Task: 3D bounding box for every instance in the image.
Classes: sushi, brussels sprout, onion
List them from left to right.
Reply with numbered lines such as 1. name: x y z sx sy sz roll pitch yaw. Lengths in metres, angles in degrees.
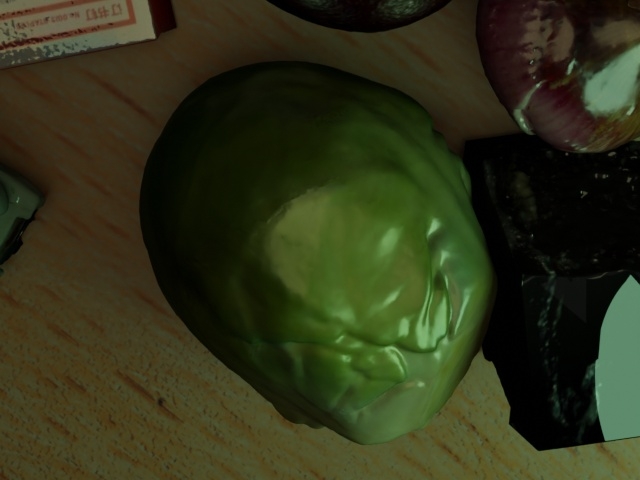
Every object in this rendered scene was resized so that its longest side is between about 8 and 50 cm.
1. brussels sprout: 0.000 0.000 1.572 0.268 0.344 0.344 -45 99 -20
2. sushi: 0.244 0.029 1.593 0.212 0.227 0.215 -9 107 -4
3. onion: 0.245 -0.183 1.551 0.230 0.163 0.230 -2 96 -23

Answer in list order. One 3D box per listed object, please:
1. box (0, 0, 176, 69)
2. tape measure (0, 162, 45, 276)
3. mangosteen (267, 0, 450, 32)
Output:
1. box: -0.254 -0.222 1.642 0.229 0.050 0.123 -11 104 4
2. tape measure: -0.381 -0.059 1.597 0.243 0.246 0.125 31 98 2
3. mangosteen: 0.007 -0.310 1.497 0.293 0.297 0.297 -20 101 4
